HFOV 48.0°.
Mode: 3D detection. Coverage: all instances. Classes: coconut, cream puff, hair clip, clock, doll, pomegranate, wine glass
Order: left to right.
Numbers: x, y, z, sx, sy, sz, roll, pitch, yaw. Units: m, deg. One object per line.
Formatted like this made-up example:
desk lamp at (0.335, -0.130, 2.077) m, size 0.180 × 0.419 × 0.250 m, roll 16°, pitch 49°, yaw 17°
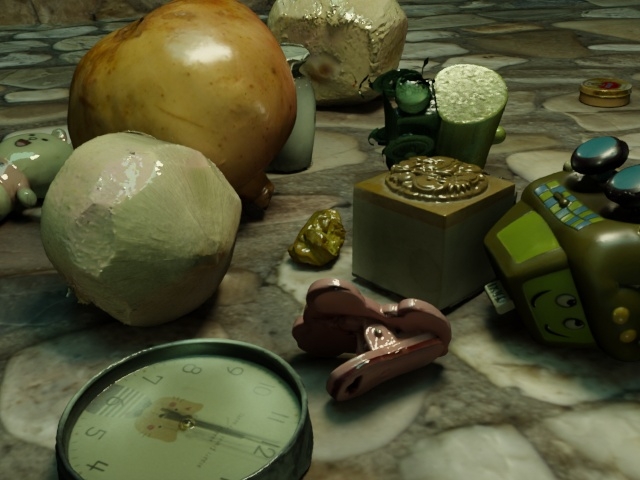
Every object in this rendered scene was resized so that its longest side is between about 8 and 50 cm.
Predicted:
doll at (-0.481, -0.105, 1.143) m, size 0.154 × 0.113 × 0.275 m, roll 16°, pitch 24°, yaw 15°
coconut at (-0.196, -0.013, 0.819) m, size 0.224 × 0.224 × 0.234 m, roll -20°, pitch 34°, yaw -30°
clock at (-0.119, 0.166, 0.636) m, size 0.225 × 0.049 × 0.226 m, roll -3°, pitch 27°, yaw 2°
pomegranate at (-0.183, -0.174, 1.044) m, size 0.337 × 0.339 × 0.338 m, roll -2°, pitch 27°, yaw 1°
wine glass at (-0.062, -0.222, 1.219) m, size 0.111 × 0.205 × 0.111 m, roll 0°, pitch 27°, yaw 0°
cream puff at (0.000, 0.000, 0.947) m, size 0.058 × 0.083 × 0.083 m, roll 39°, pitch 15°, yaw -7°
coconut at (0.041, -0.439, 1.547) m, size 0.297 × 0.297 × 0.255 m, roll 10°, pitch 43°, yaw 23°
hair clip at (0.052, 0.088, 0.716) m, size 0.138 × 0.123 × 0.102 m, roll -19°, pitch 60°, yaw -19°

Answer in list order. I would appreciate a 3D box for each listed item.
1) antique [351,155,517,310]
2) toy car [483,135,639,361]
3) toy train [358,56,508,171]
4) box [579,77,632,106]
antique at (0.137, -0.020, 0.870) m, size 0.151 × 0.148 × 0.146 m, roll -23°, pitch 32°, yaw -39°
toy car at (0.275, 0.028, 0.763) m, size 0.198 × 0.204 × 0.248 m, roll -26°, pitch 25°, yaw 6°
toy train at (0.160, -0.157, 1.017) m, size 0.189 × 0.307 × 0.127 m, roll -16°, pitch 71°, yaw 0°
box at (0.603, -0.314, 1.523) m, size 0.105 × 0.037 × 0.106 m, roll -2°, pitch 26°, yaw 1°
